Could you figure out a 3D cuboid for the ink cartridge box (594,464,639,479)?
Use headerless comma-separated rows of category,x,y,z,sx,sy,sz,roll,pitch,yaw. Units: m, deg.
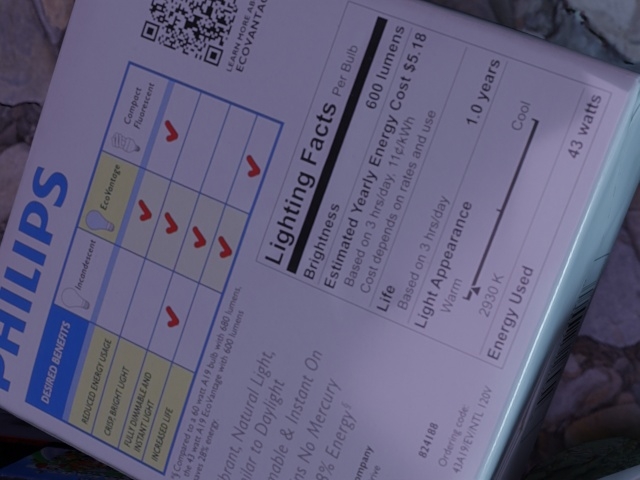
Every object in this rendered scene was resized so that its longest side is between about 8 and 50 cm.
ink cartridge box,0.268,0.277,0.702,0.198,0.115,0.273,-22,94,11

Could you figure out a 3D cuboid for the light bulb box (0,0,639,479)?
light bulb box,0.000,0.000,0.782,0.361,0.225,0.358,23,101,19

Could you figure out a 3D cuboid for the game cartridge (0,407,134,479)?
game cartridge,-0.166,0.188,0.900,0.355,0.230,0.068,4,91,14

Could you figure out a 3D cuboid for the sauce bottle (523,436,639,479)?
sauce bottle,0.252,0.321,0.824,0.111,0.111,0.344,-21,93,18
